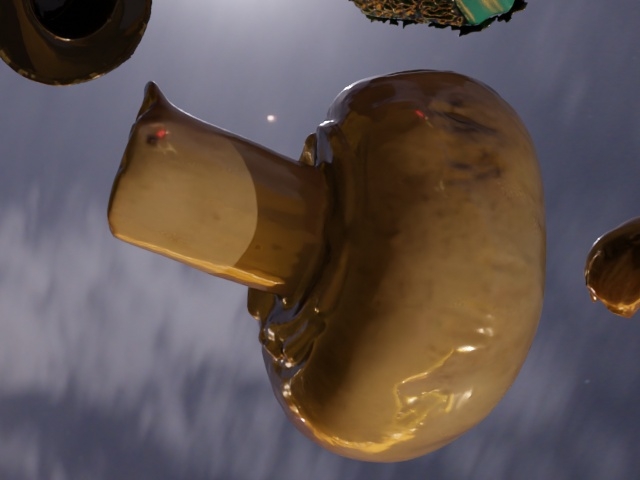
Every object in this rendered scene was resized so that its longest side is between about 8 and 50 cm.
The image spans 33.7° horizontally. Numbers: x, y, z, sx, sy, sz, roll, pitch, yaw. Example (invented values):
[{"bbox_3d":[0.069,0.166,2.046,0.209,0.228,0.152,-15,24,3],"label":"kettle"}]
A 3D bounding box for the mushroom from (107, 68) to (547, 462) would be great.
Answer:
[{"bbox_3d":[0.000,0.000,0.822,0.314,0.336,0.314,-161,-90,-74],"label":"mushroom"}]

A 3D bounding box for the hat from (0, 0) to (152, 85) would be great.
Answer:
[{"bbox_3d":[-0.163,-0.158,0.665,0.050,0.121,0.121,28,-65,52],"label":"hat"}]

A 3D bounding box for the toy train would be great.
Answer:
[{"bbox_3d":[0.094,-0.276,0.932,0.203,0.112,0.163,14,-103,39],"label":"toy train"}]

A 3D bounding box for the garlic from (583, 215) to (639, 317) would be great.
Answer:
[{"bbox_3d":[0.318,0.012,1.021,0.084,0.066,0.152,48,-57,-1],"label":"garlic"}]
